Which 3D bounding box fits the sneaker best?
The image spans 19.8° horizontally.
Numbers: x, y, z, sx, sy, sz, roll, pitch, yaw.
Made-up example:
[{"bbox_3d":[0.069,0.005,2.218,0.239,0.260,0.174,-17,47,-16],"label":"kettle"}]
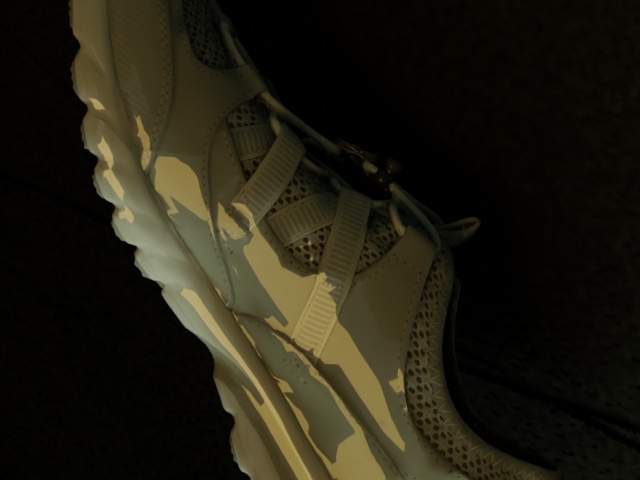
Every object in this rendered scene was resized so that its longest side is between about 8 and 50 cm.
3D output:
[{"bbox_3d":[0.000,0.000,0.681,0.115,0.105,0.281,-25,94,9],"label":"sneaker"}]
